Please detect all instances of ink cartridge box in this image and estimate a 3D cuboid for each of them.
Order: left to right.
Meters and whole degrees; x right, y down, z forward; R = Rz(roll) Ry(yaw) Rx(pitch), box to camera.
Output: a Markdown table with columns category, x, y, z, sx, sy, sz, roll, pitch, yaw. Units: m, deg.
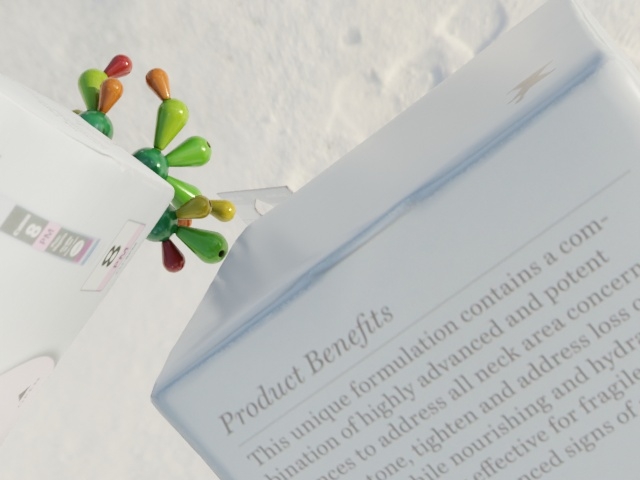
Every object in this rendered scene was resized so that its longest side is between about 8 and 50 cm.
| category | x | y | z | sx | sy | sz | roll | pitch | yaw |
| --- | --- | --- | --- | --- | --- | --- | --- | --- | --- |
| ink cartridge box | -0.136 | 0.037 | 0.348 | 0.066 | 0.232 | 0.189 | 36 | 90 | 2 |
| ink cartridge box | 0.000 | 0.000 | 1.591 | 0.060 | 0.275 | 0.239 | -47 | 107 | -17 |

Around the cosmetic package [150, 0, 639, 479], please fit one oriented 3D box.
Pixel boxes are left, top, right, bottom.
| category | x | y | z | sx | sy | sz | roll | pitch | yaw |
| --- | --- | --- | --- | --- | --- | --- | --- | --- | --- |
| cosmetic package | 0.162 | 0.095 | 0.810 | 0.329 | 0.327 | 0.394 | -36 | 100 | 17 |

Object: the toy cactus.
| category | x | y | z | sx | sy | sz | roll | pitch | yaw |
| --- | --- | --- | --- | --- | --- | --- | --- | --- | --- |
| toy cactus | -0.177 | -0.056 | 1.046 | 0.180 | 0.112 | 0.219 | -26 | 84 | -37 |
